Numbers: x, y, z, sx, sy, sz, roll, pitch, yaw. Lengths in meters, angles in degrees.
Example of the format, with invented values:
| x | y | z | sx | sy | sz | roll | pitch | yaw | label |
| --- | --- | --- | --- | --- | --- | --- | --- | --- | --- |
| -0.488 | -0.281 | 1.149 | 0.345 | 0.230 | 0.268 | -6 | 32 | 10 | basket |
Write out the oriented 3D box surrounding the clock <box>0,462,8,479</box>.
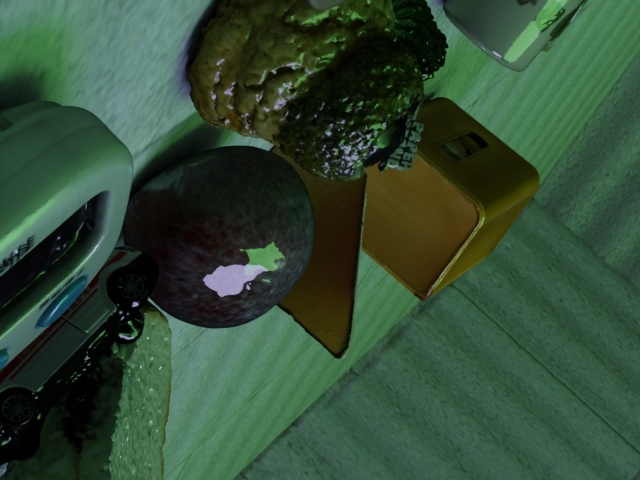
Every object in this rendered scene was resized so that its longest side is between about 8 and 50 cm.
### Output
| x | y | z | sx | sy | sz | roll | pitch | yaw | label |
| --- | --- | --- | --- | --- | --- | --- | --- | --- | --- |
| -0.323 | 0.213 | 1.348 | 0.192 | 0.071 | 0.147 | -47 | 170 | -6 | clock |

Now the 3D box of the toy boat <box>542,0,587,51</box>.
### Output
| x | y | z | sx | sy | sz | roll | pitch | yaw | label |
| --- | --- | --- | --- | --- | --- | --- | --- | --- | --- |
| 0.302 | -0.317 | 1.912 | 0.185 | 0.089 | 0.071 | 114 | -23 | -54 | toy boat |

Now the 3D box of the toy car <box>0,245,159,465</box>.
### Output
| x | y | z | sx | sy | sz | roll | pitch | yaw | label |
| --- | --- | --- | --- | --- | --- | --- | --- | --- | --- |
| -0.218 | 0.072 | 1.170 | 0.210 | 0.108 | 0.089 | -48 | 169 | -24 | toy car |

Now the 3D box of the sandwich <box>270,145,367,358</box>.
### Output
| x | y | z | sx | sy | sz | roll | pitch | yaw | label |
| --- | --- | --- | --- | --- | --- | --- | --- | --- | --- |
| 0.000 | 0.000 | 1.549 | 0.162 | 0.193 | 0.058 | -48 | 173 | 2 | sandwich |

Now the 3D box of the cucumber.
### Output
| x | y | z | sx | sy | sz | roll | pitch | yaw | label |
| --- | --- | --- | --- | --- | --- | --- | --- | --- | --- |
| 0.072 | -0.200 | 1.428 | 0.077 | 0.077 | 0.265 | -48 | 169 | 2 | cucumber |

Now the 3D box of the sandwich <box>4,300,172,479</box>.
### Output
| x | y | z | sx | sy | sz | roll | pitch | yaw | label |
| --- | --- | --- | --- | --- | --- | --- | --- | --- | --- |
| -0.191 | 0.160 | 1.267 | 0.288 | 0.099 | 0.254 | 67 | 24 | -80 | sandwich |

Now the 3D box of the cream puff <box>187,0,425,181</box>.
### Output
| x | y | z | sx | sy | sz | roll | pitch | yaw | label |
| --- | --- | --- | --- | --- | --- | --- | --- | --- | --- |
| 0.010 | -0.123 | 1.173 | 0.183 | 0.169 | 0.183 | -47 | 170 | -11 | cream puff |

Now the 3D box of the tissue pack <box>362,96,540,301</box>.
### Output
| x | y | z | sx | sy | sz | roll | pitch | yaw | label |
| --- | --- | --- | --- | --- | --- | --- | --- | --- | --- |
| 0.135 | -0.065 | 1.899 | 0.145 | 0.194 | 0.274 | -56 | 169 | 21 | tissue pack |

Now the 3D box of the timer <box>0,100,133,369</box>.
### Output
| x | y | z | sx | sy | sz | roll | pitch | yaw | label |
| --- | --- | --- | --- | --- | --- | --- | --- | --- | --- |
| -0.232 | 0.029 | 0.967 | 0.262 | 0.087 | 0.237 | -43 | 170 | -26 | timer |

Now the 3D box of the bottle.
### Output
| x | y | z | sx | sy | sz | roll | pitch | yaw | label |
| --- | --- | --- | --- | --- | --- | --- | --- | --- | --- |
| 0.250 | -0.308 | 1.633 | 0.253 | 0.120 | 0.120 | -49 | 170 | 15 | bottle |

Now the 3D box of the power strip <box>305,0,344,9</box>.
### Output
| x | y | z | sx | sy | sz | roll | pitch | yaw | label |
| --- | --- | --- | --- | --- | --- | --- | --- | --- | --- |
| 0.021 | -0.237 | 1.041 | 0.154 | 0.078 | 0.154 | -45 | 169 | -11 | power strip |

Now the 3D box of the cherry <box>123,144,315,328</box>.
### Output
| x | y | z | sx | sy | sz | roll | pitch | yaw | label |
| --- | --- | --- | --- | --- | --- | --- | --- | --- | --- |
| -0.084 | -0.006 | 1.320 | 0.176 | 0.140 | 0.176 | -34 | 158 | -16 | cherry |
